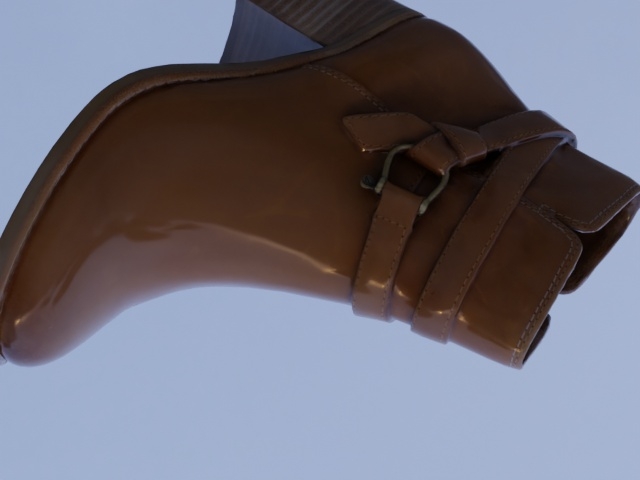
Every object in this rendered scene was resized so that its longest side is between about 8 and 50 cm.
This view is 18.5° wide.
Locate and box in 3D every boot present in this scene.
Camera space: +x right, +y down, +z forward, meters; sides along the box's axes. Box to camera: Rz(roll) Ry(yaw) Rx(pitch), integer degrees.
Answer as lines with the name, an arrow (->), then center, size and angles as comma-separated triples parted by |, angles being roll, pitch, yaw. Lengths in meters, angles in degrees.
boot -> 0.000, 0.000, 0.624 | 0.152, 0.073, 0.197 | 36, -117, 14
